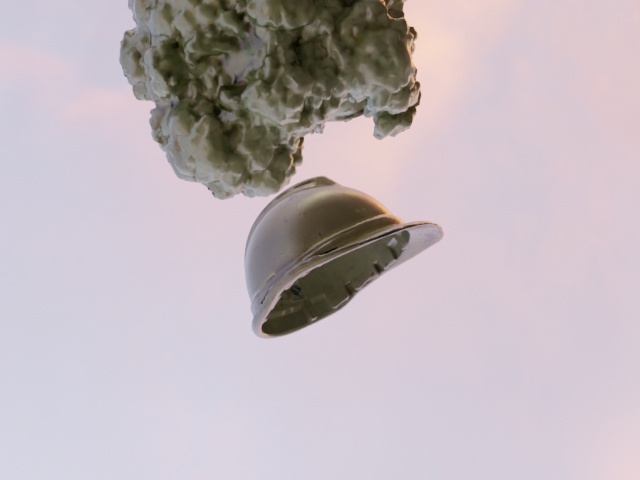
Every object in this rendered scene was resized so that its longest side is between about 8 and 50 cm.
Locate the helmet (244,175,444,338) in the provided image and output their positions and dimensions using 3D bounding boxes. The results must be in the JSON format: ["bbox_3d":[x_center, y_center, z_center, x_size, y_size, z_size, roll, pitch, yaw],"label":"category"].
[{"bbox_3d":[0.002,-0.005,1.436,0.204,0.258,0.137,6,-128,-62],"label":"helmet"}]

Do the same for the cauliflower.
[{"bbox_3d":[-0.016,-0.181,1.032,0.281,0.260,0.327,23,-92,-40],"label":"cauliflower"}]
